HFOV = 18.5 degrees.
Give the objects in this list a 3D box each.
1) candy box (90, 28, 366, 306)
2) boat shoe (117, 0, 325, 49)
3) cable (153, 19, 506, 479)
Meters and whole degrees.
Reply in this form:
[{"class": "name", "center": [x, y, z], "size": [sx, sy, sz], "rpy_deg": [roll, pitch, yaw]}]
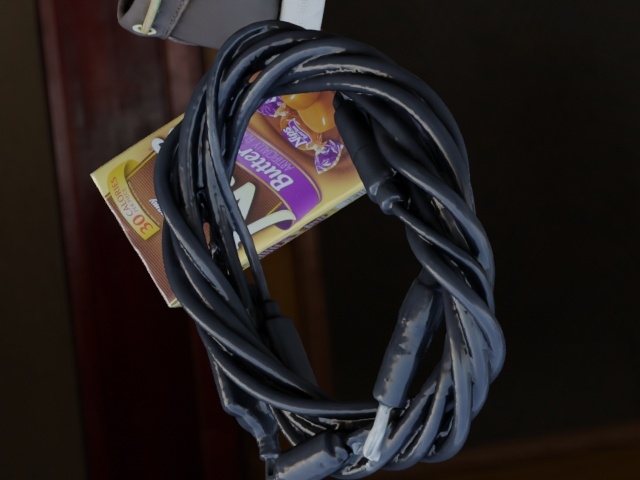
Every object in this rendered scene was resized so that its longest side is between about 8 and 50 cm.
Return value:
[{"class": "candy box", "center": [-0.047, -0.047, 1.326], "size": [0.186, 0.109, 0.053], "rpy_deg": [-33, 174, 7]}, {"class": "boat shoe", "center": [-0.037, -0.195, 0.852], "size": [0.096, 0.117, 0.324], "rpy_deg": [2, 148, -6]}, {"class": "cable", "center": [0.000, 0.000, 0.751], "size": [0.047, 0.184, 0.150], "rpy_deg": [-5, 168, -43]}]
